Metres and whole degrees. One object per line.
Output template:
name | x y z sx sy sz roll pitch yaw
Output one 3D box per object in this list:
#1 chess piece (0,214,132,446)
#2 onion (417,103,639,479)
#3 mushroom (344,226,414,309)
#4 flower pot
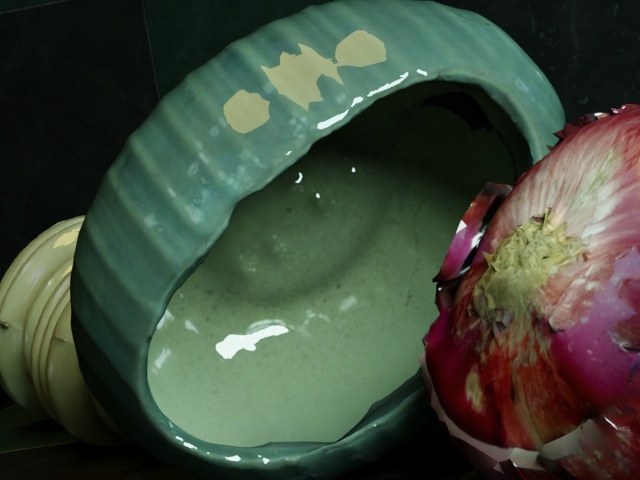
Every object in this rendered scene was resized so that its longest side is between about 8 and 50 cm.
chess piece | -0.129 0.058 0.920 0.139 0.124 0.307 -31 12 -16
onion | 0.121 0.035 0.547 0.140 0.150 0.150 28 -21 -32
mushroom | 0.023 -0.009 0.866 0.195 0.189 0.254 -11 2 2
flower pot | 0.000 0.000 0.656 0.243 0.189 0.157 -42 18 -3
